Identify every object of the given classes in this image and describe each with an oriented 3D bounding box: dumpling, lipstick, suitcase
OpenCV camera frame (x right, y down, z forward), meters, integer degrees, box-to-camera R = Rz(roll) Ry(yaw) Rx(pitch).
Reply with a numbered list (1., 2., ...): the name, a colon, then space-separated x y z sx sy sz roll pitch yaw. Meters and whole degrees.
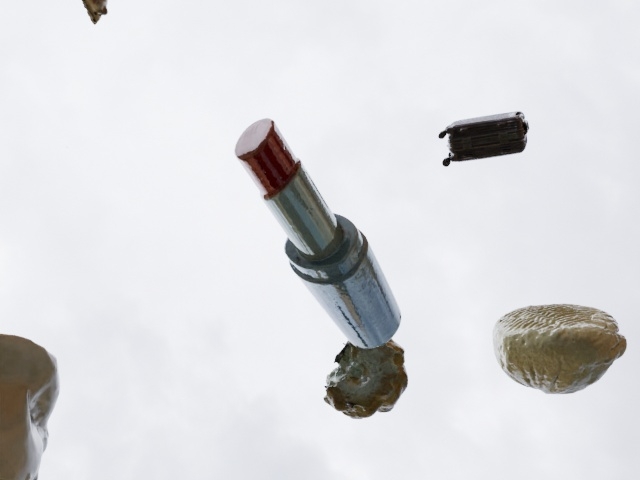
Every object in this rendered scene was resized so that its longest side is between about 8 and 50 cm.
1. dumpling: -0.268 0.160 0.648 0.151 0.124 0.228 -33 -41 -45
2. lipstick: 0.000 0.000 0.666 0.061 0.068 0.274 -61 -35 -22
3. suitcase: 0.243 -0.151 1.221 0.126 0.086 0.059 -6 -75 19

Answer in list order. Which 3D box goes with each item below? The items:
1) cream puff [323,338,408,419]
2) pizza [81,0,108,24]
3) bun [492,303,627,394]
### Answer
1. cream puff: 0.077 0.216 1.334 0.121 0.156 0.156 22 -90 2
2. pizza: -0.302 -0.372 1.089 0.185 0.036 0.176 -20 -58 -57
3. bun: 0.407 0.186 1.407 0.221 0.220 0.134 -8 -81 -16
